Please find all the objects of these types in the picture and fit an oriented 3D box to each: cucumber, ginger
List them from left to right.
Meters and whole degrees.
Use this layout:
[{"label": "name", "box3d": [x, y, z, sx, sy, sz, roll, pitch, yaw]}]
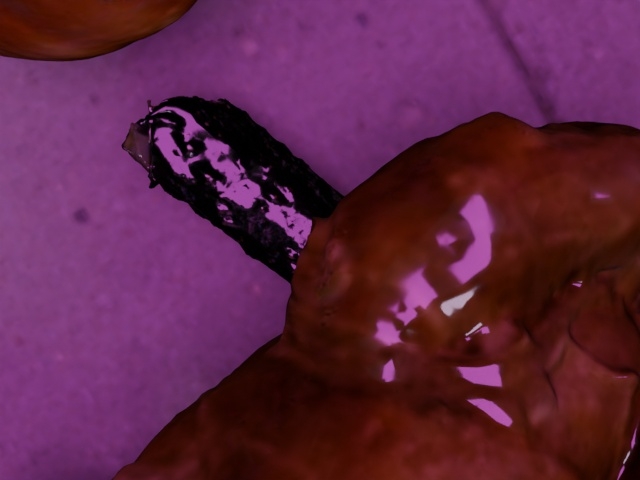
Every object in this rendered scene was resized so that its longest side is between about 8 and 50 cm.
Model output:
[{"label": "cucumber", "box3d": [0.000, 0.000, 0.715, 0.181, 0.053, 0.053, 36, 95, -1]}, {"label": "ginger", "box3d": [0.105, 0.109, 0.655, 0.357, 0.152, 0.274, 29, 84, -13]}]

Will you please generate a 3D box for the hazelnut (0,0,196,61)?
[{"label": "hazelnut", "box3d": [-0.109, -0.147, 0.654, 0.182, 0.182, 0.182, 0, 94, 2]}]
